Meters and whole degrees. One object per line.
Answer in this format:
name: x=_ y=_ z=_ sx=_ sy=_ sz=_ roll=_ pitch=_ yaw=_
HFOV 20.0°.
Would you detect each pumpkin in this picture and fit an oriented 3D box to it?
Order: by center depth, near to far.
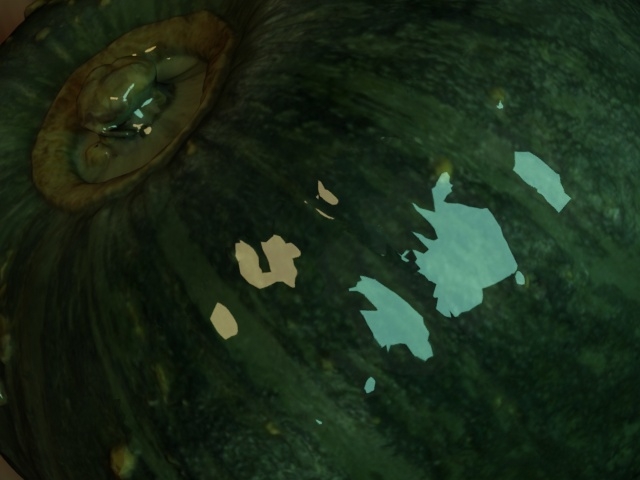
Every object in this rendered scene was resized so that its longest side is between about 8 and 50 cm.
pumpkin: x=0.000 y=0.000 z=0.709 sx=0.291 sy=0.328 sz=0.257 roll=-42 pitch=127 yaw=-3
